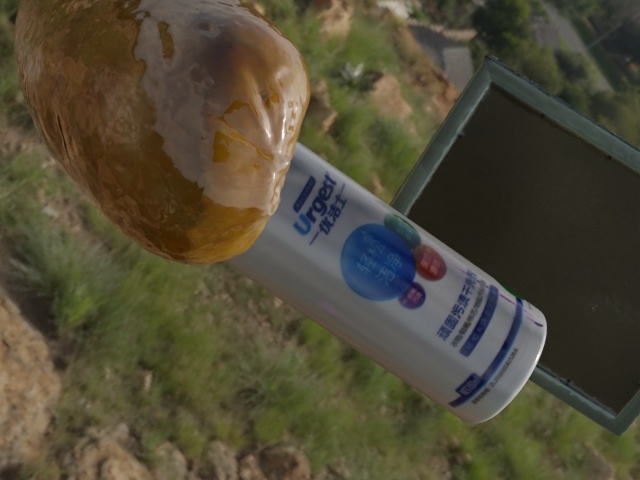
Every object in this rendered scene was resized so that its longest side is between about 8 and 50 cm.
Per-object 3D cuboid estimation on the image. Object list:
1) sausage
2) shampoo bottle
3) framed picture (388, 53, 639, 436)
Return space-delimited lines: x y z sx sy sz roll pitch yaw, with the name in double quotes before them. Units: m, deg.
"sausage" -0.076 -0.078 0.448 0.109 0.109 0.270 36 8 -30
"shampoo bottle" 0.000 0.000 0.656 0.303 0.092 0.092 35 30 -10
"framed picture" 0.189 0.010 0.829 0.274 0.217 0.017 34 22 0
